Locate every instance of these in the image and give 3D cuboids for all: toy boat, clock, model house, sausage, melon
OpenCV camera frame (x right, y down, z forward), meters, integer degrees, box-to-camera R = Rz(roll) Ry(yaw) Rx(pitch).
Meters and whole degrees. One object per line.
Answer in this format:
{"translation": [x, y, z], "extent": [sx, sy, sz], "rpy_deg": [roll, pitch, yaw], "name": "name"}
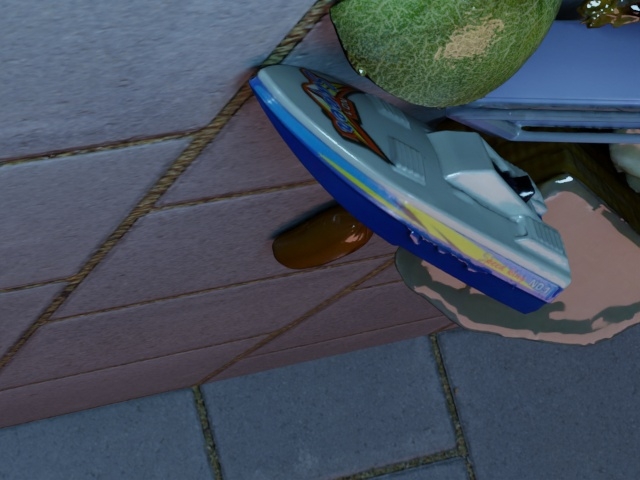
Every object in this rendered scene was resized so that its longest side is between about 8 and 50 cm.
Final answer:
{"translation": [0.064, -0.053, 1.235], "extent": [0.295, 0.129, 0.088], "rpy_deg": [28, 118, -31], "name": "toy boat"}
{"translation": [0.199, -0.113, 1.208], "extent": [0.193, 0.073, 0.144], "rpy_deg": [3, 177, 23], "name": "clock"}
{"translation": [0.186, -0.034, 1.489], "extent": [0.199, 0.220, 0.229], "rpy_deg": [-28, -149, 20], "name": "model house"}
{"translation": [0.000, 0.000, 1.783], "extent": [0.062, 0.054, 0.183], "rpy_deg": [24, 154, -27], "name": "sausage"}
{"translation": [0.099, -0.137, 1.075], "extent": [0.160, 0.079, 0.128], "rpy_deg": [-9, 170, -28], "name": "melon"}

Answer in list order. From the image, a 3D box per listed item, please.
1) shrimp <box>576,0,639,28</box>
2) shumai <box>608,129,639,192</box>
{"translation": [0.270, -0.186, 1.119], "extent": [0.248, 0.068, 0.150], "rpy_deg": [-15, 177, -29], "name": "shrimp"}
{"translation": [0.379, -0.051, 1.370], "extent": [0.262, 0.314, 0.267], "rpy_deg": [-13, -177, 16], "name": "shumai"}
